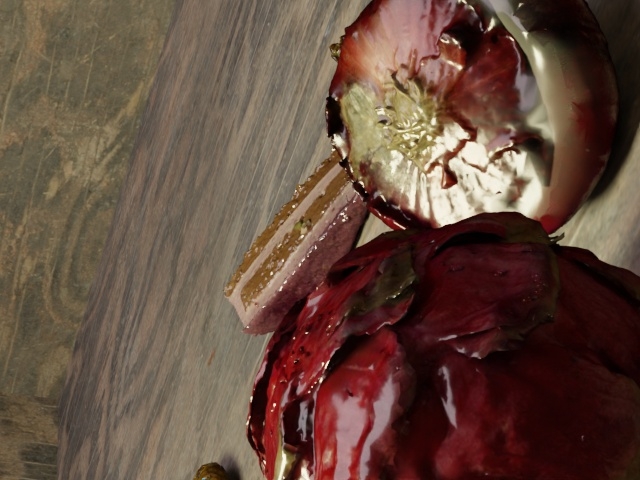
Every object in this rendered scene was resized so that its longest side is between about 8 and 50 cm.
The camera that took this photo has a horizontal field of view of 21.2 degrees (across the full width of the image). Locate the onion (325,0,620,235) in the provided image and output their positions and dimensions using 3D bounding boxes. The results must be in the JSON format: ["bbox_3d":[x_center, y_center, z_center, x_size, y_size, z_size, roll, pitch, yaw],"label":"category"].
[{"bbox_3d":[0.146,-0.125,1.457,0.272,0.195,0.272,10,106,37],"label":"onion"}]

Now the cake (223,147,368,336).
[{"bbox_3d":[0.000,0.000,2.101,0.295,0.113,0.116,-56,32,31],"label":"cake"}]

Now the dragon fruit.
[{"bbox_3d":[0.107,0.133,1.184,0.329,0.329,0.329,-171,90,-75],"label":"dragon fruit"}]

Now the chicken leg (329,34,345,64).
[{"bbox_3d":[0.045,-0.188,2.061,0.093,0.070,0.178,47,144,40],"label":"chicken leg"}]

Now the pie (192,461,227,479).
[{"bbox_3d":[-0.172,0.438,2.446,0.273,0.069,0.273,-170,90,-73],"label":"pie"}]
